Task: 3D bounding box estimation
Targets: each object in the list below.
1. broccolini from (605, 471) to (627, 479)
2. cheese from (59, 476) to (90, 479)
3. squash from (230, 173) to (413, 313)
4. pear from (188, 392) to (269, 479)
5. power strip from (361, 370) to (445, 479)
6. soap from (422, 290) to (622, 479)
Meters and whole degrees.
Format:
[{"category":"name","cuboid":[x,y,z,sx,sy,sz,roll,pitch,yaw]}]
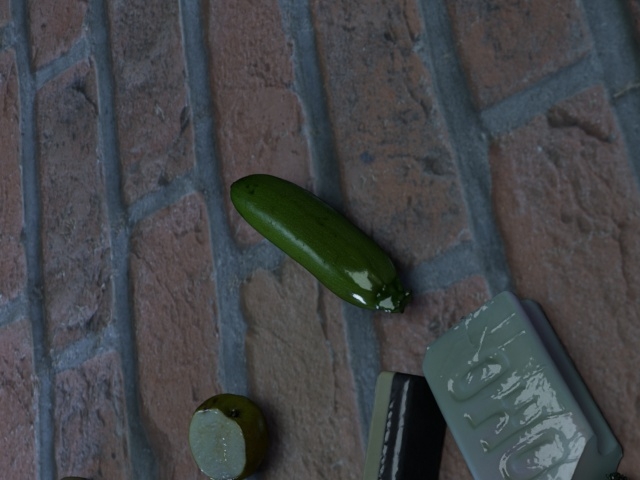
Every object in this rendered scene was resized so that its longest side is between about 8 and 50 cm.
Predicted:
[{"category":"broccolini","cuboid":[0.340,0.401,1.245,0.054,0.051,0.239,-138,63,-83]},{"category":"cheese","cuboid":[-0.393,0.522,1.753,0.263,0.093,0.159,20,91,40]},{"category":"squash","cuboid":[0.000,0.000,1.583,0.395,0.107,0.107,36,100,38]},{"category":"pear","cuboid":[-0.134,0.307,1.606,0.141,0.104,0.141,11,108,36]},{"category":"power strip","cuboid":[0.110,0.313,1.405,0.070,0.105,0.257,1,77,40]},{"category":"soap","cuboid":[0.260,0.231,1.318,0.173,0.095,0.289,-40,56,24]}]
